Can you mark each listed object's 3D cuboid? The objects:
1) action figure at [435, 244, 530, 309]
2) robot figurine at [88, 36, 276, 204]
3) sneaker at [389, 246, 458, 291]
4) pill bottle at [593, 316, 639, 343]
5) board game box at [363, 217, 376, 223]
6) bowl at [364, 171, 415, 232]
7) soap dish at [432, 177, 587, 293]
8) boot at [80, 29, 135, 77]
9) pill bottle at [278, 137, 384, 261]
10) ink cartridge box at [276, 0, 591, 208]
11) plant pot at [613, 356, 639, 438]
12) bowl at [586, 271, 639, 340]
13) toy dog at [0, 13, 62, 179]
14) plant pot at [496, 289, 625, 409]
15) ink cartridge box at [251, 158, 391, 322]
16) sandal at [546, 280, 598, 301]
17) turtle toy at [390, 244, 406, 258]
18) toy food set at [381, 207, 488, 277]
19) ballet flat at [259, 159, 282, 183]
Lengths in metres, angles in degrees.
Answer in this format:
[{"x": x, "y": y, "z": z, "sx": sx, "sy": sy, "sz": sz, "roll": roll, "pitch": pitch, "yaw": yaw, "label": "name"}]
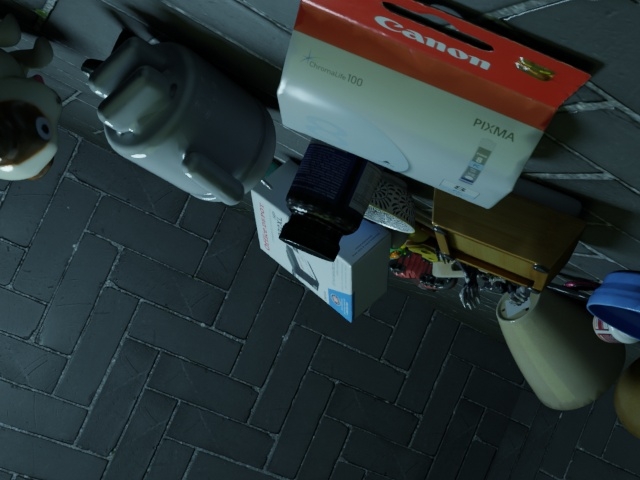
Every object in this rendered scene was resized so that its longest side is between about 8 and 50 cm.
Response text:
[{"x": 0.361, "y": 0.079, "z": 1.757, "sx": 0.164, "sy": 0.141, "sz": 0.275, "roll": -20, "pitch": 140, "yaw": 41, "label": "action figure"}, {"x": -0.209, "y": -0.187, "z": 1.372, "sx": 0.353, "sy": 0.199, "sz": 0.300, "roll": 31, "pitch": -149, "yaw": -51, "label": "robot figurine"}, {"x": 0.310, "y": 0.090, "z": 2.324, "sx": 0.135, "sy": 0.098, "sz": 0.276, "roll": 27, "pitch": 175, "yaw": -28, "label": "sneaker"}, {"x": 0.652, "y": 0.179, "z": 1.802, "sx": 0.086, "sy": 0.086, "sz": 0.152, "roll": 24, "pitch": 175, "yaw": 2, "label": "pill bottle"}, {"x": 0.066, "y": -0.099, "z": 1.719, "sx": 0.168, "sy": 0.033, "sz": 0.133, "roll": 26, "pitch": -154, "yaw": -15, "label": "board game box"}, {"x": 0.117, "y": -0.084, "z": 1.596, "sx": 0.170, "sy": 0.080, "sz": 0.170, "roll": 23, "pitch": 174, "yaw": 3, "label": "bowl"}, {"x": 0.290, "y": -0.015, "z": 1.332, "sx": 0.229, "sy": 0.118, "sz": 0.291, "roll": 22, "pitch": 173, "yaw": 15, "label": "soap dish"}, {"x": -0.338, "y": -0.300, "z": 1.378, "sx": 0.045, "sy": 0.099, "sz": 0.121, "roll": 23, "pitch": 173, "yaw": 17, "label": "boot"}, {"x": 0.021, "y": -0.084, "z": 1.276, "sx": 0.122, "sy": 0.219, "sz": 0.123, "roll": 24, "pitch": 175, "yaw": 2, "label": "pill bottle"}, {"x": 0.101, "y": -0.156, "z": 0.955, "sx": 0.308, "sy": 0.091, "sz": 0.385, "roll": 23, "pitch": 175, "yaw": 3, "label": "ink cartridge box"}, {"x": 0.880, "y": 0.374, "z": 2.128, "sx": 0.237, "sy": 0.237, "sz": 0.254, "roll": 21, "pitch": 160, "yaw": 24, "label": "plant pot"}, {"x": 0.689, "y": 0.160, "z": 1.526, "sx": 0.391, "sy": 0.077, "sz": 0.391, "roll": 23, "pitch": 175, "yaw": 2, "label": "bowl"}, {"x": -0.696, "y": -0.282, "z": 1.642, "sx": 0.408, "sy": 0.395, "sz": 0.284, "roll": 32, "pitch": 167, "yaw": 9, "label": "toy dog"}, {"x": 0.561, "y": 0.234, "z": 2.052, "sx": 0.274, "sy": 0.256, "sz": 0.256, "roll": 44, "pitch": 166, "yaw": -24, "label": "plant pot"}, {"x": 0.000, "y": 0.000, "z": 1.855, "sx": 0.307, "sy": 0.129, "sz": 0.223, "roll": 38, "pitch": 153, "yaw": 27, "label": "ink cartridge box"}, {"x": 0.542, "y": 0.101, "z": 1.756, "sx": 0.179, "sy": 0.040, "sz": 0.067, "roll": 18, "pitch": 175, "yaw": 42, "label": "sandal"}, {"x": 0.177, "y": 0.014, "z": 2.317, "sx": 0.130, "sy": 0.066, "sz": 0.095, "roll": 24, "pitch": 174, "yaw": -4, "label": "turtle toy"}, {"x": 0.212, "y": 0.013, "z": 1.894, "sx": 0.306, "sy": 0.092, "sz": 0.219, "roll": 27, "pitch": 165, "yaw": -24, "label": "toy food set"}, {"x": -0.107, "y": -0.150, "z": 1.995, "sx": 0.206, "sy": 0.073, "sz": 0.067, "roll": 34, "pitch": -176, "yaw": -40, "label": "ballet flat"}]
